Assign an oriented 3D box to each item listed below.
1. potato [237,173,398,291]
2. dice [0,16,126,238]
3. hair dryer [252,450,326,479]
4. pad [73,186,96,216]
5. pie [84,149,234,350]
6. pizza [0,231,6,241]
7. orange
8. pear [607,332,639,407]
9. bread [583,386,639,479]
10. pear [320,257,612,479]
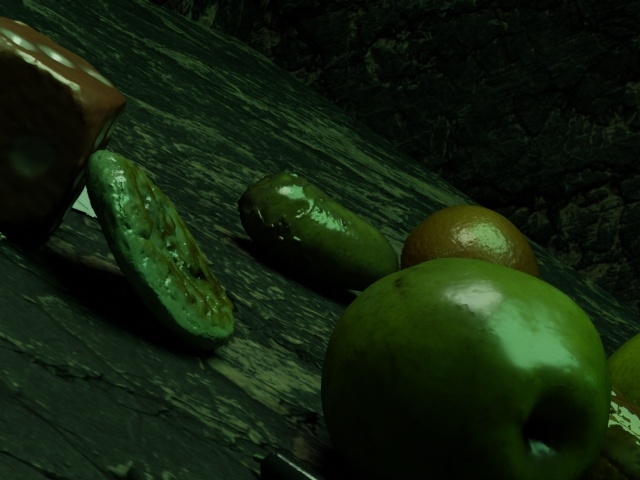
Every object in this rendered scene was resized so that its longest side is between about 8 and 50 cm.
[{"bbox_3d":[0.000,0.000,2.349,0.251,0.113,0.149,35,-1,-27],"label":"potato"},{"bbox_3d":[-0.310,-0.113,1.802,0.179,0.175,0.174,34,9,-2],"label":"dice"},{"bbox_3d":[0.022,0.225,1.448,0.219,0.071,0.124,27,4,38],"label":"hair dryer"},{"bbox_3d":[-0.308,-0.075,2.106,0.156,0.004,0.232,22,13,-43],"label":"pad"},{"bbox_3d":[-0.161,0.009,1.769,0.240,0.054,0.240,57,6,-10],"label":"pie"},{"bbox_3d":[-0.349,0.010,1.401,0.147,0.069,0.226,10,4,7],"label":"pizza"},{"bbox_3d":[0.213,0.049,2.505,0.206,0.206,0.206,30,10,-6],"label":"orange"},{"bbox_3d":[0.452,0.222,2.129,0.294,0.294,0.294,30,10,-6],"label":"pear"},{"bbox_3d":[0.235,0.204,1.837,0.294,0.166,0.132,31,10,5],"label":"bread"},{"bbox_3d":[0.127,0.135,1.630,0.253,0.253,0.307,24,7,-33],"label":"pear"}]
